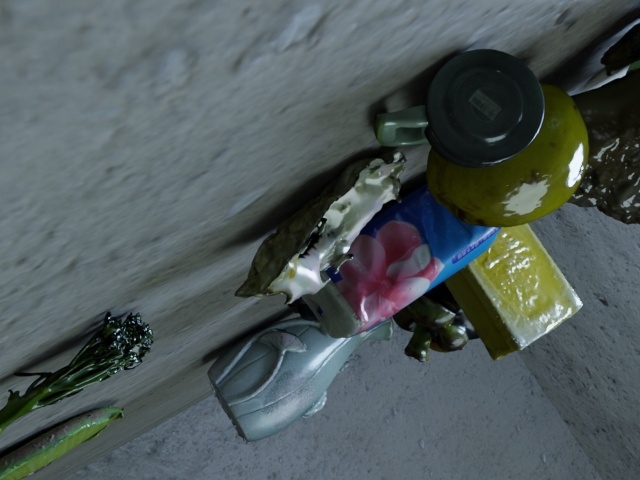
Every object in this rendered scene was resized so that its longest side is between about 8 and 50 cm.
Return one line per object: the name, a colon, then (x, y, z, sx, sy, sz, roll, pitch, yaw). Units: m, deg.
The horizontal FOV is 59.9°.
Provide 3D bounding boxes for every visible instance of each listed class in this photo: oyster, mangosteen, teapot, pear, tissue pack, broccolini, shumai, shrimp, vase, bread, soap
oyster: (0.005, -0.019, 0.586, 0.209, 0.072, 0.133, -55, 157, 12)
mangosteen: (0.310, 0.105, 1.321, 0.330, 0.330, 0.330, -30, 169, -7)
teapot: (-0.009, 0.102, 1.037, 0.096, 0.087, 0.177, -11, 178, 26)
pear: (0.191, -0.083, 0.575, 0.162, 0.149, 0.149, -36, 169, 0)
tissue pack: (0.113, 0.029, 0.826, 0.270, 0.137, 0.209, -34, 175, -18)
broccolini: (-0.287, 0.168, 0.607, 0.271, 0.062, 0.123, -38, 153, 5)
shumai: (0.361, -0.147, 0.718, 0.283, 0.217, 0.346, 10, 171, 8)
teapot: (0.114, -0.108, 0.473, 0.091, 0.124, 0.092, 94, 16, -86)
shrimp: (0.435, -0.273, 0.677, 0.223, 0.047, 0.126, -34, 179, 7)
vase: (-0.038, 0.270, 1.321, 0.445, 0.250, 0.250, -31, 169, -19)
bread: (-0.502, 0.384, 1.020, 0.301, 0.045, 0.301, -31, 171, -5)
soap: (0.330, 0.042, 1.056, 0.199, 0.315, 0.091, -25, 167, -23)

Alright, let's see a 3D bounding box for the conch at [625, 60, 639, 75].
conch: (0.573, -0.274, 0.837, 0.250, 0.143, 0.137, -43, -150, 3)
